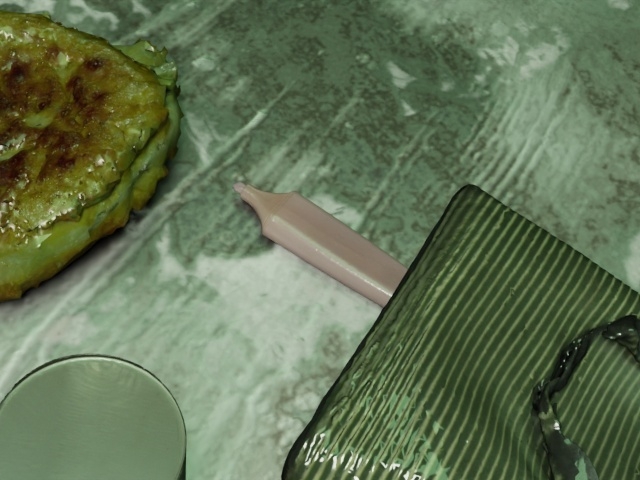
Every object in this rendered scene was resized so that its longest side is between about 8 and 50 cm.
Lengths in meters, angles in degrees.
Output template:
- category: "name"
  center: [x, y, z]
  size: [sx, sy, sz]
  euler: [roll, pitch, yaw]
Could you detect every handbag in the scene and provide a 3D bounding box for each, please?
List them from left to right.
- category: "handbag"
  center: [0.128, 0.155, 0.901]
  size: [0.240, 0.247, 0.340]
  euler: [26, 49, 10]

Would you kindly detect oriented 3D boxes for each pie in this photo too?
- category: "pie"
  center: [-0.283, -0.090, 1.118]
  size: [0.288, 0.103, 0.354]
  euler: [23, 56, 16]

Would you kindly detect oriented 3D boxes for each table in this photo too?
- category: "table"
  center: [-0.154, 0.186, 0.856]
  size: [0.126, 0.220, 0.126]
  euler: [4, 55, -5]

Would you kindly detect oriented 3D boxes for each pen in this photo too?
- category: "pen"
  center: [0.000, 0.000, 1.133]
  size: [0.197, 0.032, 0.053]
  euler: [34, 57, 14]
